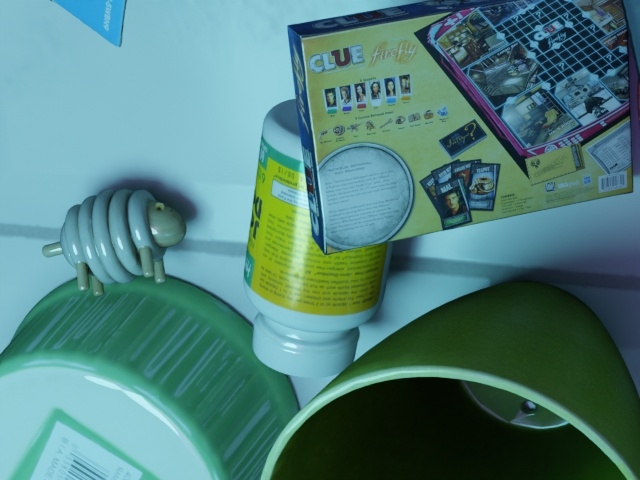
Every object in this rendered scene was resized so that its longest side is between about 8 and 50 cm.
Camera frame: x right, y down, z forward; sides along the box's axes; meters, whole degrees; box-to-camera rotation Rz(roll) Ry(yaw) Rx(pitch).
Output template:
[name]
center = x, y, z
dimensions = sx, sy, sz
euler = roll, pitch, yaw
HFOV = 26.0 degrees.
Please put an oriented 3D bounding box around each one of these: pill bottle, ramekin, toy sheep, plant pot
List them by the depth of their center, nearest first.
[plant pot]
center = 0.131, 0.148, 1.029
dimensions = 0.275, 0.293, 0.274
euler = 7, 115, 16
[pill bottle]
center = 0.000, 0.000, 1.111
dimensions = 0.118, 0.117, 0.208
euler = 15, 117, 13
[toy sheep]
center = -0.179, -0.001, 1.191
dimensions = 0.132, 0.091, 0.091
euler = -11, 109, 8
[ramekin]
center = -0.180, 0.193, 1.240
dimensions = 0.303, 0.148, 0.303
euler = 7, 115, 16

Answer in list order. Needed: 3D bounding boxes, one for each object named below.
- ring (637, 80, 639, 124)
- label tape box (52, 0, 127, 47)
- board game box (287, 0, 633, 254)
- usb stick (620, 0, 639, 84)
[ring]
center = 0.394, -0.101, 0.979
dimensions = 0.337, 0.032, 0.336
euler = 7, 115, 16
[label tape box]
center = -0.224, -0.329, 0.990
dimensions = 0.334, 0.106, 0.240
euler = 33, 136, 16
[board game box]
center = 0.106, -0.094, 1.006
dimensions = 0.243, 0.042, 0.165
euler = -11, 112, -12
[usb stick]
center = 0.232, -0.224, 0.952
dimensions = 0.077, 0.045, 0.278
euler = -12, 99, 16
